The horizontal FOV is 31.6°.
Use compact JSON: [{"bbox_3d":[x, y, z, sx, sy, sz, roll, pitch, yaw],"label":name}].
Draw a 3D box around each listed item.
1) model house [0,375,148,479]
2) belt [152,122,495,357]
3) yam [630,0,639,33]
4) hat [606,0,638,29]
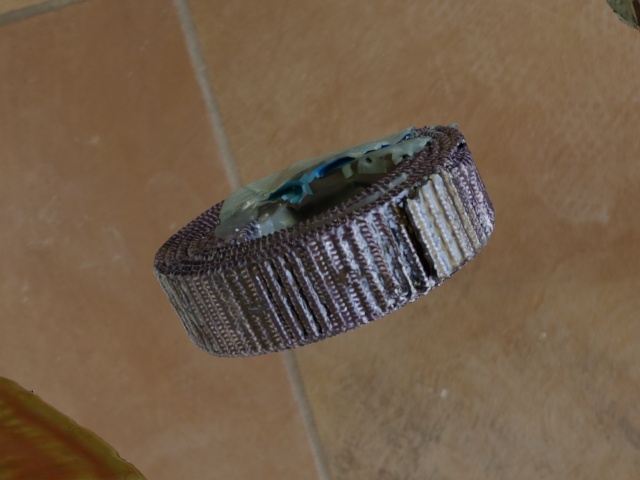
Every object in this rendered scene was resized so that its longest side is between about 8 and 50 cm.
[{"bbox_3d":[-0.215,0.172,0.580,0.199,0.229,0.219,21,157,45],"label":"model house"},{"bbox_3d":[0.000,0.000,1.027,0.325,0.260,0.122,-17,109,32],"label":"belt"},{"bbox_3d":[0.132,-0.166,0.492,0.045,0.045,0.327,21,160,38],"label":"yam"},{"bbox_3d":[0.417,-0.378,1.358,0.266,0.128,0.265,-5,82,39],"label":"hat"}]
